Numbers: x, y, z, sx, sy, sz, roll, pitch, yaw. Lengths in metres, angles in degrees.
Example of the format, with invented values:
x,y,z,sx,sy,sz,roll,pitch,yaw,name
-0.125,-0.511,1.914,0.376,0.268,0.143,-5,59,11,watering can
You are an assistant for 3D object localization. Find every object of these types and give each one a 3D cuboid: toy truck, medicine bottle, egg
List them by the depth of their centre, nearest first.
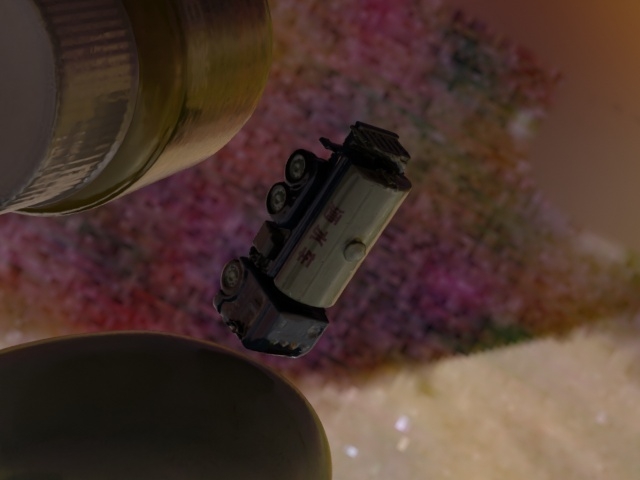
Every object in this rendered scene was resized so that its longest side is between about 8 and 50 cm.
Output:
x,y,z,sx,sy,sz,roll,pitch,yaw,name
-0.188,-0.132,1.337,0.224,0.224,0.384,30,-163,10,medicine bottle
0.000,0.000,1.480,0.074,0.202,0.088,14,-151,-40,toy truck
-0.174,0.185,1.501,0.370,0.230,0.230,0,-166,-11,egg
